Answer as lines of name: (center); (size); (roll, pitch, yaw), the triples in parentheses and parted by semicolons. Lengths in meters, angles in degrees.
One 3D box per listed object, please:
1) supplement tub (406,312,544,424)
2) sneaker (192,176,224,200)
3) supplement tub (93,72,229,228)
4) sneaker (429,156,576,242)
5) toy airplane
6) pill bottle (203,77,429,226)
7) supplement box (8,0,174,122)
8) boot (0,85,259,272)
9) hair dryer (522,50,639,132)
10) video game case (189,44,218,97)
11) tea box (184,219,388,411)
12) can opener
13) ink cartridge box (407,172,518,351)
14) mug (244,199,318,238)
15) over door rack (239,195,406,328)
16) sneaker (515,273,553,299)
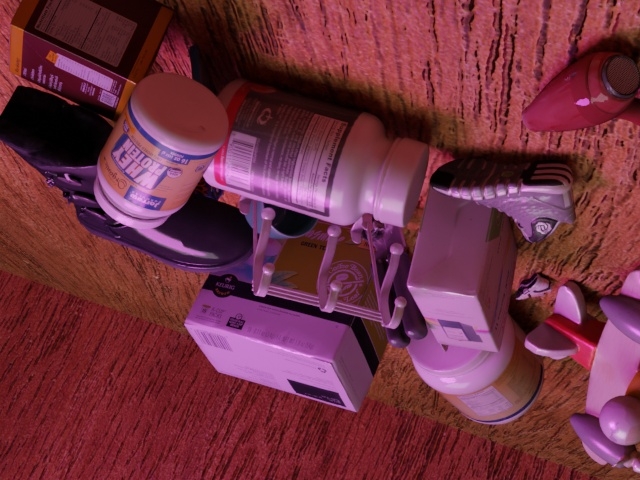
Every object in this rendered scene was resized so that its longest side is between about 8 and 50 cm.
supplement tub: (0.328, 0.242, 2.112); (0.228, 0.228, 0.316); (8, 158, 35)
sneaker: (-0.231, -0.112, 1.938); (0.083, 0.087, 0.221); (17, 162, 11)
supplement tub: (-0.233, -0.125, 1.416); (0.144, 0.144, 0.200); (26, 130, -15)
sneaker: (0.277, -0.050, 1.488); (0.228, 0.086, 0.132); (6, 134, 38)
toy airplane: (0.549, 0.246, 1.785); (0.384, 0.272, 0.386); (-26, 110, 45)
pill bottle: (-0.005, -0.125, 1.501); (0.318, 0.176, 0.176); (17, 162, 12)
supplement box: (-0.345, -0.293, 1.467); (0.194, 0.129, 0.191); (25, 162, -12)
boot: (-0.310, -0.094, 1.701); (0.366, 0.146, 0.445); (9, 160, 7)
hair dryer: (0.373, -0.146, 1.174); (0.293, 0.080, 0.223); (9, 159, 34)
video game case: (-0.175, -0.211, 1.547); (0.015, 0.119, 0.166); (-10, 158, 3)
tea box: (-0.033, 0.119, 1.965); (0.329, 0.324, 0.220); (12, 149, 24)
can opener: (0.141, 0.057, 1.755); (0.076, 0.284, 0.095); (-30, 146, 30)
ink cartridge box: (0.256, 0.058, 1.687); (0.119, 0.207, 0.353); (7, 159, 20)
mug: (-0.068, -0.061, 1.832); (0.157, 0.129, 0.097); (32, 160, -31)
over door rack: (0.000, 0.000, 1.597); (0.239, 0.108, 0.324); (16, -154, -17)
sneaker: (0.410, 0.096, 1.902); (0.043, 0.040, 0.109); (21, 163, -7)
